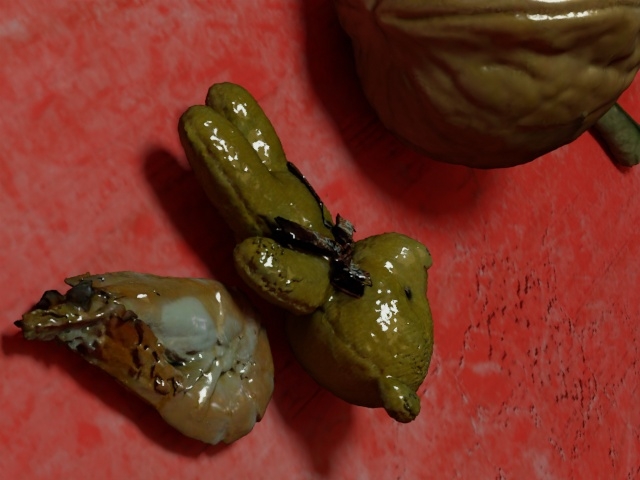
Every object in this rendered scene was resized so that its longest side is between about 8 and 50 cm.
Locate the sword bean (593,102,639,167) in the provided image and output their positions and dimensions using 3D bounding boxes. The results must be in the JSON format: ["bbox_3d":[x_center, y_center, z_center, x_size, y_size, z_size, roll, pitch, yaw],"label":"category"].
[{"bbox_3d":[0.190,-0.142,1.348,0.269,0.038,0.043,40,37,-37],"label":"sword bean"}]

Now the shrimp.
[{"bbox_3d":[-0.080,0.053,0.854,0.184,0.043,0.091,23,57,-48],"label":"shrimp"}]

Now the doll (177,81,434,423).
[{"bbox_3d":[0.000,0.000,0.940,0.209,0.097,0.137,57,11,-14],"label":"doll"}]

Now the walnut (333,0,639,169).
[{"bbox_3d":[0.112,-0.157,1.098,0.228,0.228,0.228,31,48,-42],"label":"walnut"}]
